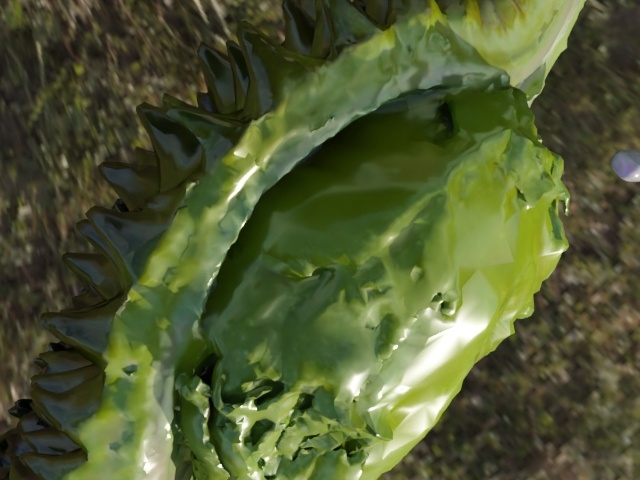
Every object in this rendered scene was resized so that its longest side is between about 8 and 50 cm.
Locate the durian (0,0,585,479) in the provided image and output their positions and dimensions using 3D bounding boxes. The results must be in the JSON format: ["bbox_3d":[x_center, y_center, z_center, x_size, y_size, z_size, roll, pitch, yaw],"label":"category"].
[{"bbox_3d":[-0.004,-0.004,0.483,0.132,0.106,0.375,39,94,-22],"label":"durian"}]

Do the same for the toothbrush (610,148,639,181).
[{"bbox_3d":[0.233,-0.039,0.955,0.257,0.018,0.024,-1,135,-48],"label":"toothbrush"}]
